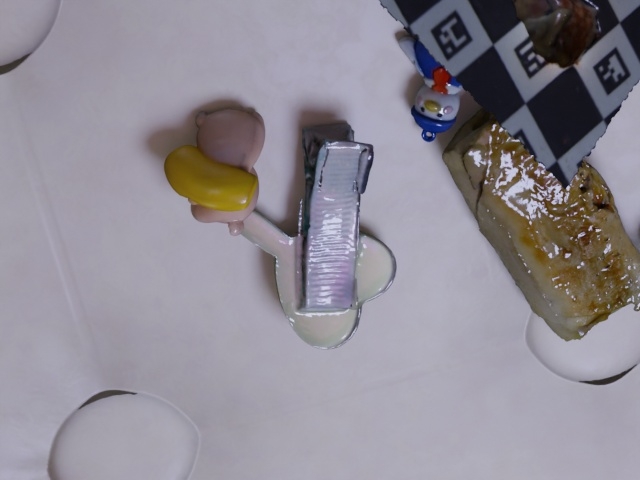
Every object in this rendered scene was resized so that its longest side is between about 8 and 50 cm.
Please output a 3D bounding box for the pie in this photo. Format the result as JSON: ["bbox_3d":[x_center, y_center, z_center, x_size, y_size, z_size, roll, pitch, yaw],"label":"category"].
[{"bbox_3d":[0.225,-0.017,1.915,0.128,0.068,0.282,-33,117,7],"label":"pie"}]

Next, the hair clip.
[{"bbox_3d":[-0.003,-0.001,1.880,0.159,0.071,0.218,0,109,-8],"label":"hair clip"}]

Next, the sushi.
[{"bbox_3d":[0.178,-0.273,1.750,0.339,0.069,0.320,42,74,-27],"label":"sushi"}]

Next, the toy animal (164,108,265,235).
[{"bbox_3d":[-0.094,-0.063,1.838,0.091,0.114,0.082,-1,152,13],"label":"toy animal"}]

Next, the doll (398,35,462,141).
[{"bbox_3d":[0.115,-0.156,1.839,0.098,0.058,0.143,19,119,8],"label":"doll"}]
